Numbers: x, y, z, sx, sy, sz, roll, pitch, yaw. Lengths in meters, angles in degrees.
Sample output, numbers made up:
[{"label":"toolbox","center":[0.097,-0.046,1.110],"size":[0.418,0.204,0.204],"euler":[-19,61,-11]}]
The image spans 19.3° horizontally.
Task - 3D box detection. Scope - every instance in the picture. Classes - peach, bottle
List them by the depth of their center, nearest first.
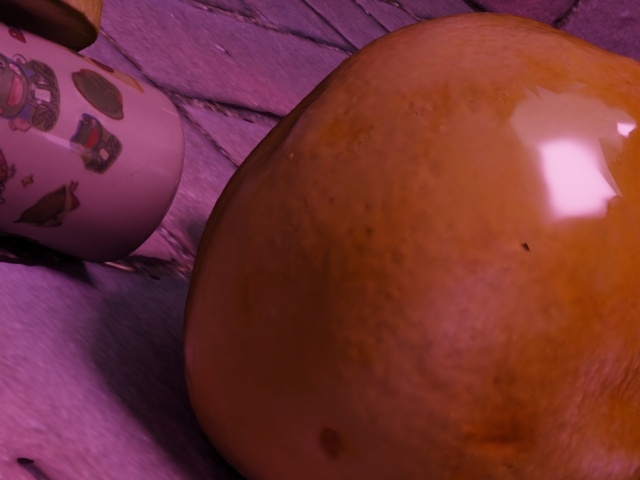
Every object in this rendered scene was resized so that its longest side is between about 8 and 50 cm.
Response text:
[{"label":"bottle","center":[-0.205,-0.076,1.087],"size":[0.253,0.120,0.120],"euler":[24,21,-42]},{"label":"peach","center":[0.079,0.025,1.093],"size":[0.314,0.315,0.281],"euler":[11,14,-42]}]

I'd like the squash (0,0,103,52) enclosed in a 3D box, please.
[{"label":"squash","center":[-0.253,-0.159,1.121],"size":[0.252,0.049,0.252],"euler":[7,-10,1]}]
